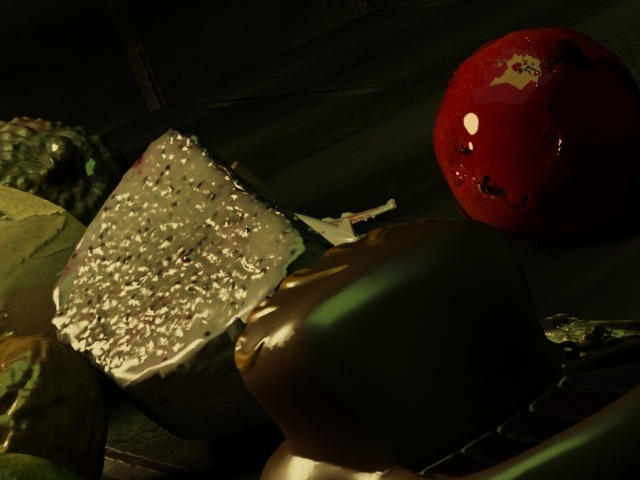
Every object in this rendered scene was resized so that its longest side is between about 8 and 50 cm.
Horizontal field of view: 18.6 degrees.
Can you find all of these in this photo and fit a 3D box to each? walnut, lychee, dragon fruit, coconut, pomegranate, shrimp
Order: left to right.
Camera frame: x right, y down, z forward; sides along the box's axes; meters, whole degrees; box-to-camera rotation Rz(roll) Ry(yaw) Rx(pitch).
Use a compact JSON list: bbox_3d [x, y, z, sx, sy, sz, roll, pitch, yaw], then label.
[{"bbox_3d":[-0.317,0.066,1.920,0.245,0.245,0.247,-11,22,38],"label":"coconut"},{"bbox_3d":[-0.244,0.157,1.574,0.155,0.155,0.184,-11,50,37],"label":"walnut"},{"bbox_3d":[-0.318,-0.004,2.159,0.255,0.255,0.274,-33,-27,-42],"label":"lychee"},{"bbox_3d":[-0.075,0.067,1.665,0.221,0.204,0.283,-48,39,-3],"label":"dragon fruit"},{"bbox_3d":[0.163,0.086,1.525,0.223,0.047,0.126,-13,5,36],"label":"shrimp"},{"bbox_3d":[0.216,-0.097,1.862,0.210,0.210,0.235,-13,-11,32],"label":"pomegranate"}]

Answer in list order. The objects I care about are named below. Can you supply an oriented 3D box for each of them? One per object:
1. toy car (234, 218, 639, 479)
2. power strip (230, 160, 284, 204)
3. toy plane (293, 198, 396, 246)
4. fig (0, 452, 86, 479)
[{"bbox_3d":[0.097,0.114,1.063,0.271,0.240,0.341,-29,12,-23],"label":"toy car"},{"bbox_3d":[-0.115,-0.010,2.144,0.154,0.078,0.154,-47,5,5],"label":"power strip"},{"bbox_3d":[0.000,0.000,2.080,0.162,0.065,0.171,-29,13,-28],"label":"toy plane"},{"bbox_3d":[-0.213,0.209,1.448,0.156,0.123,0.123,-16,7,-36],"label":"fig"}]
